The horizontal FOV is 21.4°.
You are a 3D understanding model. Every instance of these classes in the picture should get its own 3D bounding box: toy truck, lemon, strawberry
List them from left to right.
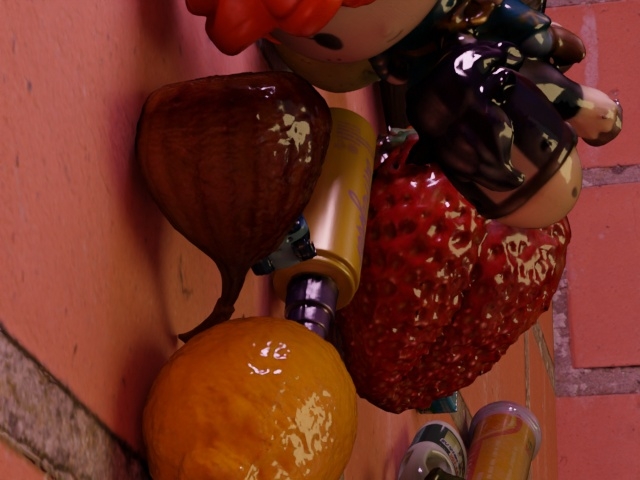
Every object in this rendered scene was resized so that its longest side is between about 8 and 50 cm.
[{"bbox_3d":[-0.048,0.125,1.121,0.187,0.142,0.142,-55,139,-63],"label":"lemon"},{"bbox_3d":[-0.040,-0.022,1.398,0.090,0.056,0.073,-99,168,-47],"label":"toy truck"},{"bbox_3d":[0.106,0.027,1.669,0.238,0.250,0.288,37,-65,63],"label":"strawberry"}]

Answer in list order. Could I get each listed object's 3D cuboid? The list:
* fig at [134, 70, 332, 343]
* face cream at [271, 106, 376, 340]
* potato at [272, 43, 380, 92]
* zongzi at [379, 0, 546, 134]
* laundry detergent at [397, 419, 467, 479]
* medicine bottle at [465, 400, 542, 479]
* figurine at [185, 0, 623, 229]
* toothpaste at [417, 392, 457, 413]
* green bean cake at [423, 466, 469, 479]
[{"bbox_3d":[-0.063,-0.018,1.156,0.146,0.134,0.201,-3,99,-64],"label":"fig"},{"bbox_3d":[0.000,0.000,1.494,0.078,0.078,0.273,72,19,-44],"label":"face cream"},{"bbox_3d":[0.026,-0.223,1.534,0.248,0.143,0.169,-59,131,-67],"label":"potato"},{"bbox_3d":[0.213,-0.314,2.041,0.432,0.208,0.403,-36,125,-49],"label":"zongzi"},{"bbox_3d":[0.118,0.282,1.926,0.226,0.070,0.099,-37,130,-73],"label":"laundry detergent"},{"bbox_3d":[0.228,0.350,2.289,0.426,0.108,0.108,-57,140,-68],"label":"medicine bottle"},{"bbox_3d":[0.069,-0.176,1.282,0.412,0.241,0.306,48,37,-20],"label":"figurine"},{"bbox_3d":[0.144,0.084,2.137,0.065,0.050,0.266,65,25,-59],"label":"toothpaste"},{"bbox_3d":[0.133,0.355,1.781,0.173,0.094,0.181,-57,149,-29],"label":"green bean cake"}]
